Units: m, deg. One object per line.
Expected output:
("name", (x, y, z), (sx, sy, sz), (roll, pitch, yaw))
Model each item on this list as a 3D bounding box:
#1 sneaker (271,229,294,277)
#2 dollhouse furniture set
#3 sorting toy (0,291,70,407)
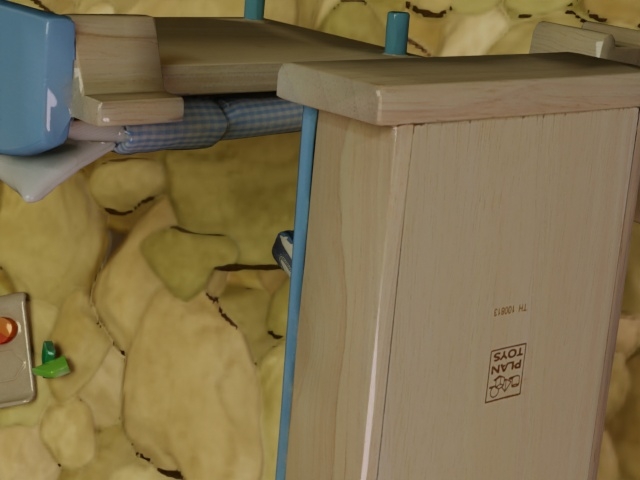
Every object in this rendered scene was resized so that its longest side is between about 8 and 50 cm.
("sneaker", (0.012, 0.052, 0.654), (0.058, 0.052, 0.135), (-48, 64, 20))
("dollhouse furniture set", (0.000, 0.000, 0.604), (0.303, 0.286, 0.198), (22, 113, 46))
("sorting toy", (-0.171, 0.059, 0.761), (0.083, 0.012, 0.062), (-12, 77, 24))
